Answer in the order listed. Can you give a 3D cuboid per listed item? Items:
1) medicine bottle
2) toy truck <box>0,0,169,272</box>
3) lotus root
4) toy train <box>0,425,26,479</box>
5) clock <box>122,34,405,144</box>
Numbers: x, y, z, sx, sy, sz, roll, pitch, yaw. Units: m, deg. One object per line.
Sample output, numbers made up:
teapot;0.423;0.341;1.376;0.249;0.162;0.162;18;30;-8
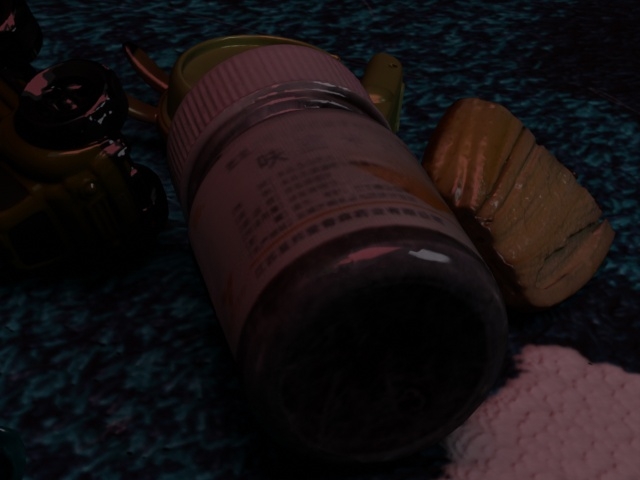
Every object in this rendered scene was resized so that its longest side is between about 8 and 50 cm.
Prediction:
medicine bottle;0.000;0.000;1.012;0.165;0.165;0.273;-4;36;-16
toy truck;-0.223;-0.056;1.103;0.165;0.147;0.224;-39;53;-18
lotus root;0.121;-0.016;1.139;0.159;0.095;0.135;49;43;-9
toy train;-0.231;0.081;0.768;0.154;0.198;0.107;-23;42;-12
clock;-0.056;-0.105;1.249;0.232;0.069;0.170;10;33;6
